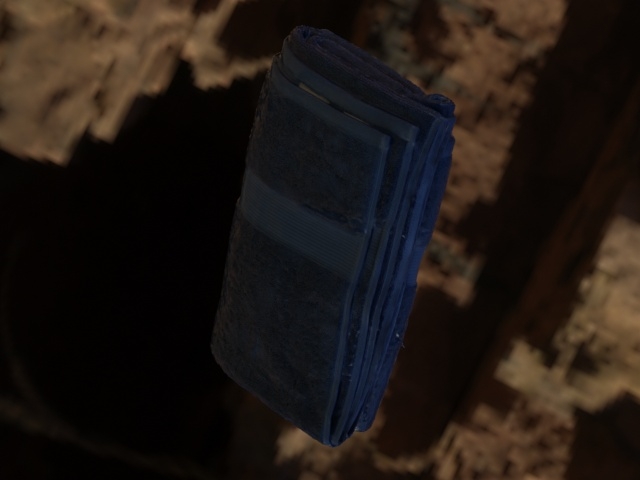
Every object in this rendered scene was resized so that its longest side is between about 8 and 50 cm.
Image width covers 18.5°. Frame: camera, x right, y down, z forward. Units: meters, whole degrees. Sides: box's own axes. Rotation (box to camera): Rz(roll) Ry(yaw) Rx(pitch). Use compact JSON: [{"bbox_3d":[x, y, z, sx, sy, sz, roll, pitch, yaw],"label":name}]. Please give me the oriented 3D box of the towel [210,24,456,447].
[{"bbox_3d":[0.000,0.000,0.595,0.029,0.067,0.119,-22,134,-45],"label":"towel"}]
